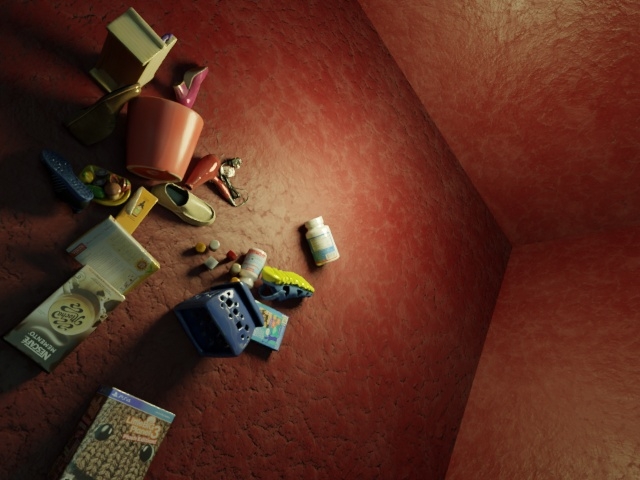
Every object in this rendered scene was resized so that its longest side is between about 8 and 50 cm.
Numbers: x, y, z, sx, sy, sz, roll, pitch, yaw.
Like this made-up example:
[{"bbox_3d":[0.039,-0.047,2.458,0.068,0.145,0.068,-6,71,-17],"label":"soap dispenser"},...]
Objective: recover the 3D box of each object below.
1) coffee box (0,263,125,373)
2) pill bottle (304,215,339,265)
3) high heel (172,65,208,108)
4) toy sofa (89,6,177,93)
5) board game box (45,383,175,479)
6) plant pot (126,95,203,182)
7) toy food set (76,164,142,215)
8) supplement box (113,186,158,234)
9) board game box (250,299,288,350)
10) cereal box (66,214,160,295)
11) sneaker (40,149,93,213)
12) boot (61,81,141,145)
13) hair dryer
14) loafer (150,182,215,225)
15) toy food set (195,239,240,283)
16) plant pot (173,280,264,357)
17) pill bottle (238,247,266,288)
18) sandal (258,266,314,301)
[{"bbox_3d":[-0.791,0.239,1.299,0.168,0.119,0.297,51,52,-21],"label":"coffee box"},{"bbox_3d":[0.000,0.000,2.044,0.124,0.124,0.221,-23,94,-42],"label":"pill bottle"},{"bbox_3d":[-0.536,-0.652,1.787,0.244,0.082,0.117,-71,157,-43],"label":"high heel"},{"bbox_3d":[-0.663,-0.645,1.465,0.150,0.362,0.177,46,60,-23],"label":"toy sofa"},{"bbox_3d":[-0.648,0.640,1.312,0.232,0.141,0.291,39,57,-28],"label":"board game box"},{"bbox_3d":[-0.590,-0.357,1.543,0.275,0.275,0.243,15,80,-38],"label":"plant pot"},{"bbox_3d":[-0.730,-0.192,1.438,0.218,0.071,0.128,24,59,-8],"label":"toy food set"},{"bbox_3d":[-0.687,-0.080,1.497,0.078,0.080,0.233,43,57,-26],"label":"supplement box"},{"bbox_3d":[-0.248,0.361,1.790,0.210,0.047,0.160,34,60,-31],"label":"board game box"},{"bbox_3d":[-0.691,0.057,1.409,0.173,0.047,0.240,-38,116,-6],"label":"cereal box"},{"bbox_3d":[-0.852,-0.192,1.380,0.232,0.090,0.081,49,21,7],"label":"sneaker"},{"bbox_3d":[-0.725,-0.437,1.439,0.115,0.305,0.112,58,12,-23],"label":"boot"},{"bbox_3d":[-0.430,-0.253,1.760,0.293,0.080,0.223,-9,86,-42],"label":"hair dryer"},{"bbox_3d":[-0.526,-0.140,1.640,0.268,0.092,0.102,28,63,-33],"label":"loafer"},{"bbox_3d":[-0.407,0.090,1.709,0.232,0.104,0.111,42,68,-5],"label":"toy food set"},{"bbox_3d":[-0.368,0.286,1.585,0.212,0.236,0.236,-39,109,-45],"label":"plant pot"},{"bbox_3d":[-0.293,0.119,1.783,0.087,0.087,0.160,35,59,-30],"label":"pill bottle"},{"bbox_3d":[-0.161,0.213,1.874,0.317,0.126,0.138,21,102,-43],"label":"sandal"}]
